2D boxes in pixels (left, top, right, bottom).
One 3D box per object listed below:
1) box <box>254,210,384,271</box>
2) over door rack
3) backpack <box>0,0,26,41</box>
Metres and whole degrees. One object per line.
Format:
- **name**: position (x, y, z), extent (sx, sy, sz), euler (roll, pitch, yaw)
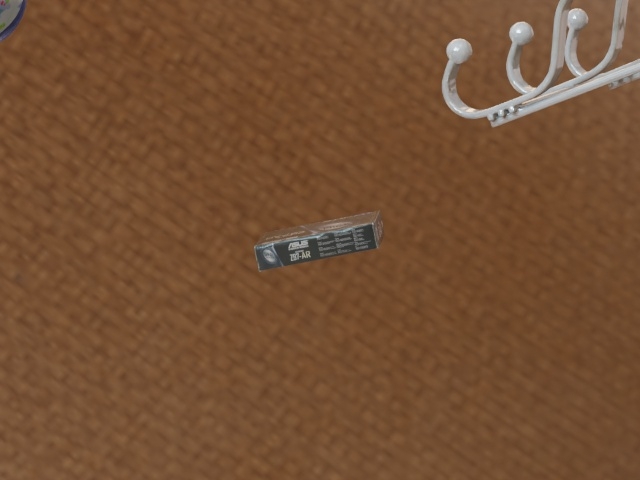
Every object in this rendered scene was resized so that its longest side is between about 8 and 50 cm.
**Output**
- **box**: position (0.000, 0.000, 1.323), extent (0.083, 0.067, 0.018), euler (-11, 97, 8)
- **over door rack**: position (0.276, -0.165, 1.386), extent (0.239, 0.324, 0.108), euler (-22, 103, -56)
- **backpack**: position (-0.209, -0.155, 1.045), extent (0.105, 0.084, 0.114), euler (-14, 88, 14)
